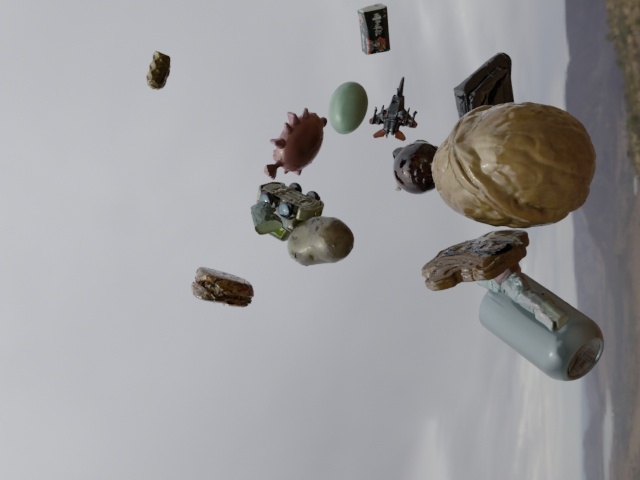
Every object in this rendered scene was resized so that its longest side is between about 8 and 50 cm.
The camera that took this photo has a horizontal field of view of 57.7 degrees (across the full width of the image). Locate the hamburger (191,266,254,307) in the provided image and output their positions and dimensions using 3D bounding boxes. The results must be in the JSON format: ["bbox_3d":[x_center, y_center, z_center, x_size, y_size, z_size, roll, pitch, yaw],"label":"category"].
[{"bbox_3d":[-0.341,0.167,2.043,0.231,0.231,0.106,20,-95,-64],"label":"hamburger"}]

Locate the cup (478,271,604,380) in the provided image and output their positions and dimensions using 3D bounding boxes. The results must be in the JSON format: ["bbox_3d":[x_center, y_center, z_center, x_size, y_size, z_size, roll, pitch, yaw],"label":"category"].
[{"bbox_3d":[0.635,0.249,1.667,0.206,0.312,0.205,-15,-57,-24],"label":"cup"}]

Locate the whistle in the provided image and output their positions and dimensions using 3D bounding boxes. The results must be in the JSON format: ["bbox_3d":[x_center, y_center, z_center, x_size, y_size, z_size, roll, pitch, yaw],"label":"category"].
[{"bbox_3d":[0.493,0.100,1.510,0.134,0.346,0.142,-21,-46,-24],"label":"whistle"}]

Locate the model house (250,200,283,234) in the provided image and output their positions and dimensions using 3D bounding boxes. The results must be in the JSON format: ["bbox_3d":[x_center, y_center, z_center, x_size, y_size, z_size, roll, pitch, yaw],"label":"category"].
[{"bbox_3d":[-0.155,-0.069,1.666,0.066,0.079,0.083,59,-167,-56],"label":"model house"}]

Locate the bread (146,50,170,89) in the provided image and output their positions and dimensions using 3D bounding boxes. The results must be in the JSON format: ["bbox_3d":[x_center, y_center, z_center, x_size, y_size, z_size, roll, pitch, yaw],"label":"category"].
[{"bbox_3d":[-0.487,-0.508,1.753,0.066,0.060,0.110,-2,-68,-70],"label":"bread"}]

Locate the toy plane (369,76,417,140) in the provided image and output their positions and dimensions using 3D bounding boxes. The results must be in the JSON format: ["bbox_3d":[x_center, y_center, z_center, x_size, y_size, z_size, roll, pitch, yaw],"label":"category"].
[{"bbox_3d":[0.198,-0.351,1.527,0.061,0.130,0.189,32,-112,-69],"label":"toy plane"}]

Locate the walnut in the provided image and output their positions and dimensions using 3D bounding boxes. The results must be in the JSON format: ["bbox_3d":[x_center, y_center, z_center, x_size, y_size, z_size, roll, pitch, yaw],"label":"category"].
[{"bbox_3d":[0.387,-0.151,1.176,0.313,0.277,0.251,10,-87,-26],"label":"walnut"}]

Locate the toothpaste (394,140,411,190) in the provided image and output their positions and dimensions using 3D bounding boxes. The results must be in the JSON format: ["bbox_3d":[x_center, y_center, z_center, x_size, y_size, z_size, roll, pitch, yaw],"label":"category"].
[{"bbox_3d":[0.301,-0.263,2.079,0.048,0.031,0.190,55,-129,-60],"label":"toothpaste"}]

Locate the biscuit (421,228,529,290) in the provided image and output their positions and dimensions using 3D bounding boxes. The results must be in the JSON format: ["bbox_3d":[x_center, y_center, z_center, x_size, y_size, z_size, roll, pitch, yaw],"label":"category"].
[{"bbox_3d":[0.334,0.034,1.269,0.291,0.209,0.041,-27,-76,-33],"label":"biscuit"}]

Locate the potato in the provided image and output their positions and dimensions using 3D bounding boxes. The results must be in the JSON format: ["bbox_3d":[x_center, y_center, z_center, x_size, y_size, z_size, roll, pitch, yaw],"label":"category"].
[{"bbox_3d":[0.000,0.000,1.922,0.165,0.263,0.164,18,-114,-45],"label":"potato"}]

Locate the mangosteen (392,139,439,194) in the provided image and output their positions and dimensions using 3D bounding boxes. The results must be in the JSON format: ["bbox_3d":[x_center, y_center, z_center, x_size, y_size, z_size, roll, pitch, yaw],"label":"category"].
[{"bbox_3d":[0.297,-0.228,1.787,0.184,0.173,0.172,49,161,55],"label":"mangosteen"}]

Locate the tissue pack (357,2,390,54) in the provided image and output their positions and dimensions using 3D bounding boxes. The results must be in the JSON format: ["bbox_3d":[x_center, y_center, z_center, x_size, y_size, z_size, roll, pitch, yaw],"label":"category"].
[{"bbox_3d":[0.206,-0.811,2.235,0.090,0.103,0.170,-112,9,-56],"label":"tissue pack"}]

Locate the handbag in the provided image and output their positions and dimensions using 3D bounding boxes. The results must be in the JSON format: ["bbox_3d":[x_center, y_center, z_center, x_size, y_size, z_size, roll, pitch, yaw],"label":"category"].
[{"bbox_3d":[0.556,-0.453,1.926,0.244,0.088,0.275,-42,-46,-16],"label":"handbag"}]

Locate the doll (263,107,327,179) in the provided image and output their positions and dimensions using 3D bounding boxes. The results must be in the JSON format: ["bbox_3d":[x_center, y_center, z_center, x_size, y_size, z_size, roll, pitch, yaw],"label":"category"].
[{"bbox_3d":[-0.067,-0.272,1.670,0.262,0.093,0.211,-49,-30,-16],"label":"doll"}]

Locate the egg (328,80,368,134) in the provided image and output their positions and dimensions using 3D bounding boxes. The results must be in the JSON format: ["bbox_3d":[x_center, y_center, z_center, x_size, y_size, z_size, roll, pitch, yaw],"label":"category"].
[{"bbox_3d":[0.119,-0.576,2.528,0.168,0.168,0.230,-6,-65,-66],"label":"egg"}]

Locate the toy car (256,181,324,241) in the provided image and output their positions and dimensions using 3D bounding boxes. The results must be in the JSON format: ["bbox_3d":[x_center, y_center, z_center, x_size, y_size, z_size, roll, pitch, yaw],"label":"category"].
[{"bbox_3d":[-0.121,-0.088,2.103,0.204,0.248,0.198,-25,-44,-54],"label":"toy car"}]
